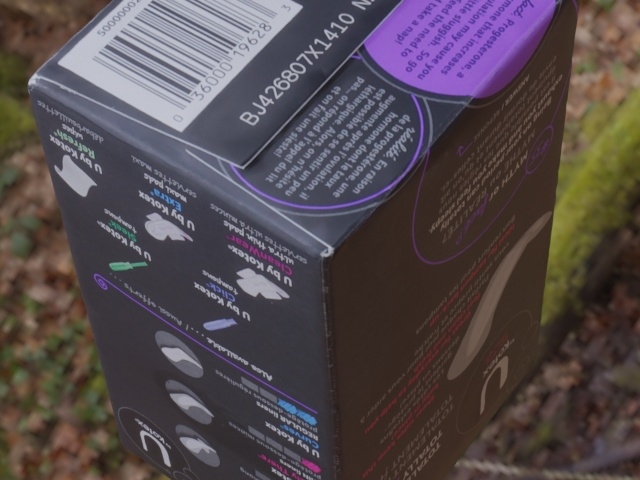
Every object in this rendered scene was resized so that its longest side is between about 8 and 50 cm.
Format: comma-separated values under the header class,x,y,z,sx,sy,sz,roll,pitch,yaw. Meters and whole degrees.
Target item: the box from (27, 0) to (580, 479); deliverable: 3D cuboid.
class,x,y,z,sx,sy,sz,roll,pitch,yaw
box,0.000,0.000,0.752,0.165,0.143,0.270,-47,-26,-27
